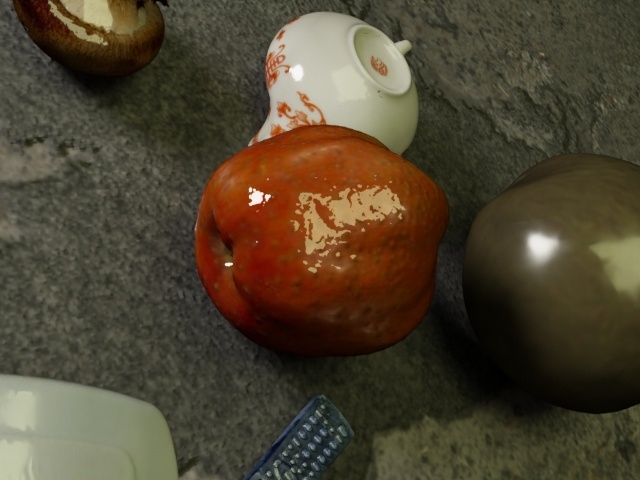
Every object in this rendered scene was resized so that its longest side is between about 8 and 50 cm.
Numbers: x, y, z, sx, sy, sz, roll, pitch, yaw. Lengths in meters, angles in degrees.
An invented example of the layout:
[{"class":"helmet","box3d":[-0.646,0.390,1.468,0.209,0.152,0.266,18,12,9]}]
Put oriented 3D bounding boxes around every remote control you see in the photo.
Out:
[{"class":"remote control","box3d":[-0.028,0.166,0.585,0.043,0.027,0.152,48,42,3]}]

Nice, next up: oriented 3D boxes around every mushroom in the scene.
[{"class":"mushroom","box3d":[-0.175,-0.183,0.633,0.127,0.087,0.127,24,47,-29]}]

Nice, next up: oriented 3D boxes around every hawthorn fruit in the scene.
[{"class":"hawthorn fruit","box3d":[0.000,0.000,0.606,0.189,0.189,0.189,20,53,-29]}]

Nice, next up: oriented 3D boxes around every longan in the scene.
[{"class":"longan","box3d":[0.238,0.029,0.756,0.248,0.248,0.248,20,53,-29]}]

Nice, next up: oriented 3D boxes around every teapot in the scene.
[{"class":"teapot","box3d":[0.029,-0.143,0.779,0.159,0.116,0.245,46,38,8]}]

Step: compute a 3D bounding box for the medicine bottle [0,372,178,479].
[{"class":"medicine bottle","box3d":[-0.157,0.230,0.371,0.179,0.124,0.324,14,54,-31]}]
